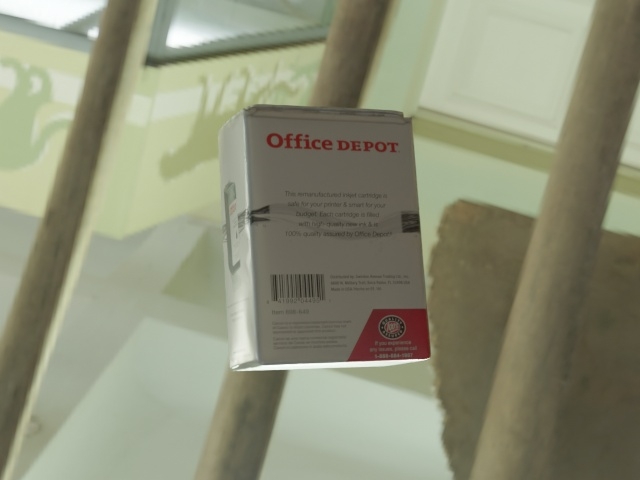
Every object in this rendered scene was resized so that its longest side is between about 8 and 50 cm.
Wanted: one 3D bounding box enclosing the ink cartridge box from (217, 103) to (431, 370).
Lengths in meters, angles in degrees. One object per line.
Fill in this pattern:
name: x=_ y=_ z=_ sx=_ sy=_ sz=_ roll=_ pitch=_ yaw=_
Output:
ink cartridge box: x=0.000 y=0.000 z=1.027 sx=0.159 sy=0.217 sz=0.092 roll=1 pitch=171 yaw=-22
